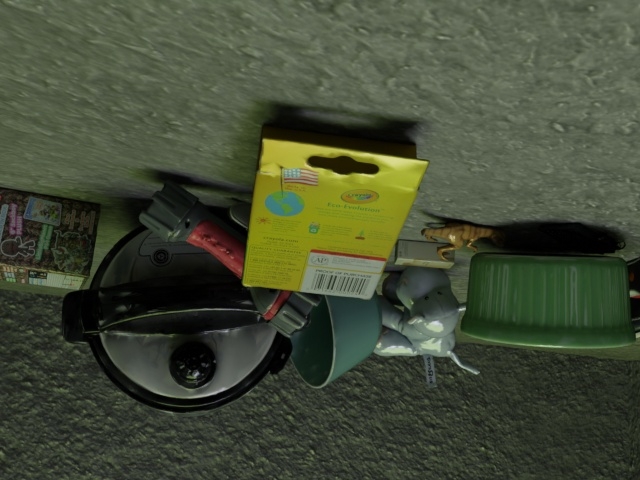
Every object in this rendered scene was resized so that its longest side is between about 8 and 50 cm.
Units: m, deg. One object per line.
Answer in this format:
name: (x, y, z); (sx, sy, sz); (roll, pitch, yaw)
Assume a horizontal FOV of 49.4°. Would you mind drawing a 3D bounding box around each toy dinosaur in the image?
toy dinosaur: (0.225, -0.013, 1.214); (0.212, 0.064, 0.112); (0, 158, -29)

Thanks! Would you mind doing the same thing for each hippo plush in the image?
hippo plush: (0.218, 0.180, 1.599); (0.234, 0.294, 0.236); (-17, 159, -2)

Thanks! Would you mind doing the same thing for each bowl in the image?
bowl: (0.032, 0.175, 1.624); (0.163, 0.311, 0.311); (-7, 173, -25)

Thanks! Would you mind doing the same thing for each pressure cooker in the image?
pressure cooker: (-0.240, 0.146, 1.312); (0.375, 0.370, 0.420); (43, 163, 3)

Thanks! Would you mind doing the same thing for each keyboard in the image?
keyboard: (0.469, 0.008, 1.232); (0.100, 0.038, 0.192); (-7, 164, 41)

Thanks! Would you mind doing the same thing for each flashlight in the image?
flashlight: (-0.143, 0.029, 1.096); (0.304, 0.103, 0.103); (35, 172, -7)

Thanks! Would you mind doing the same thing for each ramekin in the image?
ramekin: (0.411, 0.099, 1.267); (0.304, 0.148, 0.303); (1, -179, 0)

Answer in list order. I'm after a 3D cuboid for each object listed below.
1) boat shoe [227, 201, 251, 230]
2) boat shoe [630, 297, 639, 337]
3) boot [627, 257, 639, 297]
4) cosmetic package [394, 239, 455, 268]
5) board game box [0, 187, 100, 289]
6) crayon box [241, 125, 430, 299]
boat shoe: (-0.126, -0.039, 1.233); (0.038, 0.046, 0.125); (-10, 169, 34)
boat shoe: (0.667, 0.151, 1.632); (0.127, 0.113, 0.340); (-37, -173, -14)
boot: (0.705, 0.081, 1.365); (0.176, 0.088, 0.244); (5, 175, -3)
cosmetic package: (0.209, 0.029, 1.404); (0.115, 0.041, 0.060); (5, 167, 2)
board game box: (-0.592, -0.002, 1.342); (0.291, 0.141, 0.232); (10, 166, -21)
crayon box: (0.008, -0.041, 0.930); (0.202, 0.081, 0.318); (7, 145, -7)
